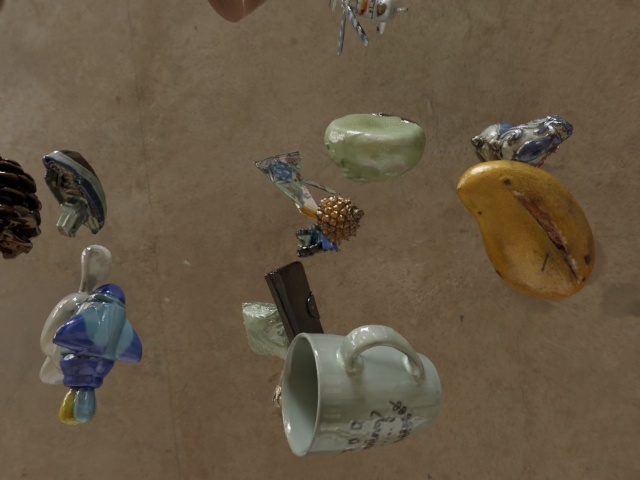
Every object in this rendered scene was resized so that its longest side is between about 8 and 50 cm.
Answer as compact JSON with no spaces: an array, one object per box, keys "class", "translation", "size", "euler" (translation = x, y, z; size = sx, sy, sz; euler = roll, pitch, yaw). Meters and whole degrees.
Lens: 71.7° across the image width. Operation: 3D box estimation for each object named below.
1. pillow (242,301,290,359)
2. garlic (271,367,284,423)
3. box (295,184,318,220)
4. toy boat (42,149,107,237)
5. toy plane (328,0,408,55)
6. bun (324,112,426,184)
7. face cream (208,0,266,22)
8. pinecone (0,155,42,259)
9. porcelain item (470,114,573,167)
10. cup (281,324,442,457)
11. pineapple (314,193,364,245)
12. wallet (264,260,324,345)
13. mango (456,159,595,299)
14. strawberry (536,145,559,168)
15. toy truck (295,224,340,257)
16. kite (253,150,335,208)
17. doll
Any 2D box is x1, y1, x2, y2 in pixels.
[{"class":"pillow","translation":[-0.242,0.424,2.066],"size":[0.310,0.138,0.283],"euler":[-3,105,43]},{"class":"garlic","translation":[-0.042,0.548,1.605],"size":[0.322,0.241,0.322],"euler":[-22,39,19]},{"class":"box","translation":[-0.078,-0.190,2.023],"size":[0.033,0.129,0.247],"euler":[-49,44,20]},{"class":"toy boat","translation":[-0.583,-0.098,1.040],"size":[0.114,0.115,0.262],"euler":[12,132,8]},{"class":"toy plane","translation":[0.080,-0.447,0.856],"size":[0.107,0.273,0.181],"euler":[1,102,-11]},{"class":"bun","translation":[0.146,-0.239,1.214],"size":[0.283,0.283,0.179],"euler":[10,120,18]},{"class":"face cream","translation":[-0.218,-0.657,1.136],"size":[0.149,0.149,0.104],"euler":[33,65,17]},{"class":"pinecone","translation":[-0.602,-0.056,0.802],"size":[0.179,0.184,0.204],"euler":[-30,76,-22]},{"class":"porcelain item","translation":[0.537,-0.269,1.209],"size":[0.186,0.288,0.138],"euler":[-33,98,8]},{"class":"cup","translation":[0.081,0.227,0.718],"size":[0.186,0.234,0.258],"euler":[-105,28,-44]},{"class":"pineapple","translation":[0.087,-0.078,1.502],"size":[0.137,0.161,0.176],"euler":[-12,123,33]},{"class":"wallet","translation":[-0.063,0.228,1.378],"size":[0.045,0.172,0.318],"euler":[-17,93,33]},{"class":"mango","translation":[0.361,-0.019,0.763],"size":[0.177,0.120,0.295],"euler":[-40,108,4]},{"class":"strawberry","translation":[0.708,-0.260,1.512],"size":[0.087,0.167,0.208],"euler":[41,60,13]},{"class":"toy truck","translation":[0.000,0.000,1.766],"size":[0.208,0.126,0.113],"euler":[-17,74,46]},{"class":"kite","translation":[-0.086,-0.226,1.557],"size":[0.314,0.335,0.011],"euler":[17,132,-20]},{"class":"doll","translation":[-0.555,0.234,1.067],"size":[0.366,0.187,0.376],"euler":[24,112,48]}]
